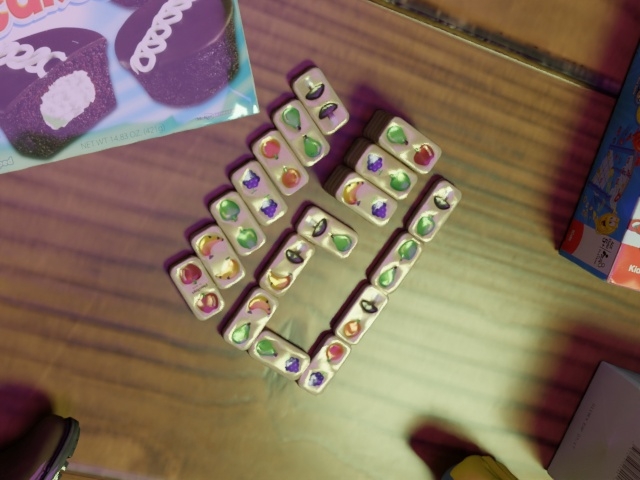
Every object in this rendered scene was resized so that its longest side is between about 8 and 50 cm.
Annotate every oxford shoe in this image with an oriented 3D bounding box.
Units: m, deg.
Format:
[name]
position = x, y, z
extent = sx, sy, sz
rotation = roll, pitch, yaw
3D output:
[oxford shoe]
position = -0.298, 0.214, 0.841
extent = 0.227, 0.083, 0.096
rotation = -40, 110, -3

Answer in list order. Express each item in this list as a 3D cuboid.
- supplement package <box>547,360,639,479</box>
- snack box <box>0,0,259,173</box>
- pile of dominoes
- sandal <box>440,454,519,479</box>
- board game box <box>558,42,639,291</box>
[supplement package]
position = 0.385, 0.237, 1.038
extent = 0.244, 0.134, 0.139
rotation = 19, 101, -22
[snack box]
position = -0.221, -0.152, 0.758
extent = 0.321, 0.060, 0.187
rotation = -15, 111, -13
[pile of dominoes]
position = 0.000, 0.000, 0.890
extent = 0.196, 0.040, 0.251
rotation = 33, 95, -24
[sandal]
position = 0.204, 0.348, 1.027
extent = 0.138, 0.126, 0.317
rotation = -36, 113, 0
[board game box]
position = 0.424, -0.080, 0.975
extent = 0.308, 0.086, 0.302
rotation = 13, 103, -21
